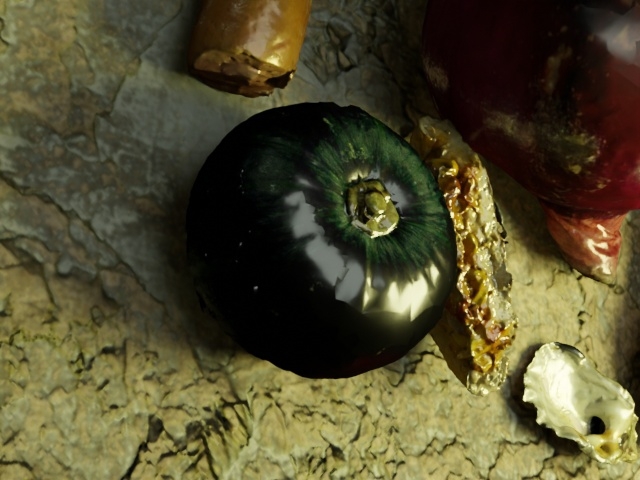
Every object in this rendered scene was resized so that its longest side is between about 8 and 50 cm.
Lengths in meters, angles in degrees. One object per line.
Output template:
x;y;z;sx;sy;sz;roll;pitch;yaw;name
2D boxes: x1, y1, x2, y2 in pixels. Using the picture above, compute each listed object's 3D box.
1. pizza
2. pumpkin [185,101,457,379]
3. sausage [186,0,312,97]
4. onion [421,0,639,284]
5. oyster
0.111;0.014;1.324;0.058;0.127;0.246;-13;101;-33;pizza
0.000;0.000;1.218;0.233;0.163;0.233;12;68;-33;pumpkin
-0.055;-0.258;1.289;0.109;0.109;0.270;12;71;-34;sausage
0.262;-0.128;1.391;0.348;0.348;0.385;-23;127;-39;onion
0.250;0.155;1.435;0.146;0.045;0.121;0;80;-29;oyster
